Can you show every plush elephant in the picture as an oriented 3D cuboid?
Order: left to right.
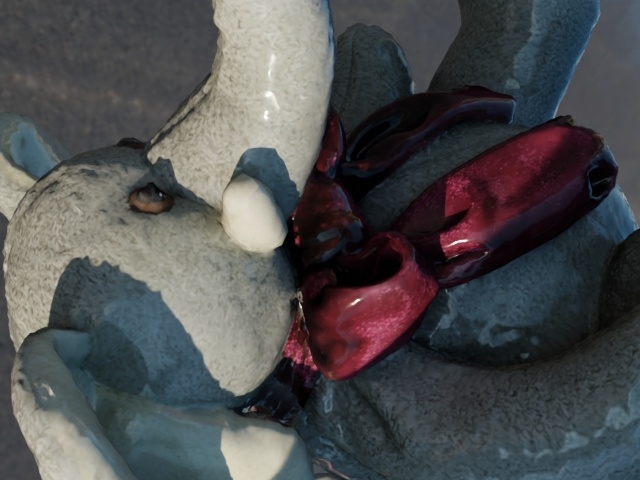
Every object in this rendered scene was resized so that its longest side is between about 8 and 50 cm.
[{"bbox_3d":[0.000,0.000,0.512,0.255,0.272,0.330,19,112,-38],"label":"plush elephant"}]
